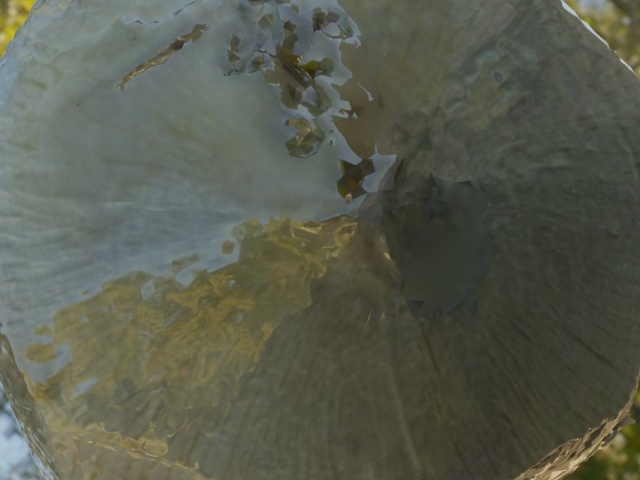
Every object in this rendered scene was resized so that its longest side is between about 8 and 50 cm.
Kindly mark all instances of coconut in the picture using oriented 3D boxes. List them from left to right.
[{"bbox_3d":[0.000,0.000,0.849,0.346,0.346,0.360,-42,5,-16],"label":"coconut"}]
